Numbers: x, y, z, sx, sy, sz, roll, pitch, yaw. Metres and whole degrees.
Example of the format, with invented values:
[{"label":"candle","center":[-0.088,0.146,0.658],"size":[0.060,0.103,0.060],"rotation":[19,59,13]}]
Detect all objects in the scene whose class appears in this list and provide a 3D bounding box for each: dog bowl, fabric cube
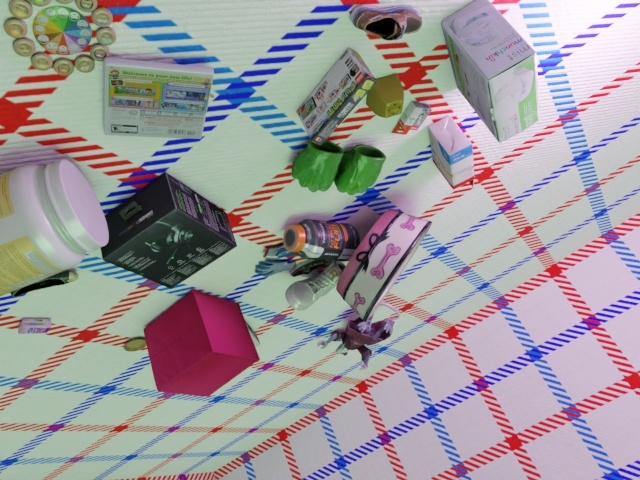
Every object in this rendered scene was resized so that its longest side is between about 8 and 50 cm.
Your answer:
[{"label":"dog bowl","center":[0.206,0.070,1.827],"size":[0.408,0.150,0.408],"rotation":[-54,169,-16]},{"label":"fabric cube","center":[-0.418,0.362,1.879],"size":[0.258,0.259,0.254],"rotation":[-38,146,17]}]

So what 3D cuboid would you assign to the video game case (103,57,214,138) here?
[{"label":"video game case","center":[-0.347,-0.295,1.142],"size":[0.212,0.023,0.193],"rotation":[-2,146,-23]}]

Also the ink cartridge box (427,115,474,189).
[{"label":"ink cartridge box","center":[0.403,-0.253,1.648],"size":[0.078,0.134,0.231],"rotation":[-27,148,2]}]

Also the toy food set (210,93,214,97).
[{"label":"toy food set","center":[-0.299,-0.304,1.197],"size":[0.122,0.019,0.078],"rotation":[-32,148,24]}]

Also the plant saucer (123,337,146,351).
[{"label":"plant saucer","center":[-0.672,0.376,1.951],"size":[0.083,0.015,0.083],"rotation":[-18,147,-12]}]

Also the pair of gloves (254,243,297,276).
[{"label":"pair of gloves","center":[-0.136,0.059,1.847],"size":[0.159,0.023,0.198],"rotation":[-6,145,-31]}]

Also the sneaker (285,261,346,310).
[{"label":"sneaker","center":[-0.002,0.147,1.937],"size":[0.169,0.108,0.292],"rotation":[-42,172,27]}]

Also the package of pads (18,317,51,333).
[{"label":"package of pads","center":[-0.865,0.260,1.627],"size":[0.083,0.032,0.050],"rotation":[8,138,-42]}]

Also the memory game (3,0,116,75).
[{"label":"memory game","center":[-0.468,-0.377,0.974],"size":[0.186,0.012,0.186],"rotation":[-18,148,-12]}]

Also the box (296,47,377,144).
[{"label":"box","center":[0.033,-0.341,1.280],"size":[0.036,0.114,0.207],"rotation":[12,134,-45]}]

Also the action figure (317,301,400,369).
[{"label":"action figure","center":[0.166,0.439,2.534],"size":[0.276,0.248,0.370],"rotation":[-57,-177,-35]}]

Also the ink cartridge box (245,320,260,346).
[{"label":"ink cartridge box","center":[-0.380,0.420,2.184],"size":[0.232,0.066,0.189],"rotation":[-27,149,-5]}]

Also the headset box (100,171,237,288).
[{"label":"headset box","center":[-0.411,-0.019,1.433],"size":[0.246,0.131,0.283],"rotation":[-33,148,13]}]

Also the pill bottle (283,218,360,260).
[{"label":"pill bottle","center":[0.000,0.000,1.748],"size":[0.245,0.130,0.130],"rotation":[4,138,-39]}]

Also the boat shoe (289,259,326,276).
[{"label":"boat shoe","center":[-0.045,0.099,1.949],"size":[0.142,0.040,0.049],"rotation":[-28,149,4]}]

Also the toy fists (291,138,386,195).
[{"label":"toy fists","center":[0.048,-0.204,1.517],"size":[0.279,0.096,0.142],"rotation":[1,130,-33]}]

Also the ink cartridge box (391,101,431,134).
[{"label":"ink cartridge box","center":[0.257,-0.337,1.521],"size":[0.063,0.029,0.115],"rotation":[-1,141,-34]}]

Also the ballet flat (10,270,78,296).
[{"label":"ballet flat","center":[-0.758,0.121,1.478],"size":[0.173,0.049,0.057],"rotation":[-12,147,-20]}]

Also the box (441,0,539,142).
[{"label":"box","center":[0.422,-0.414,1.331],"size":[0.127,0.231,0.262],"rotation":[-30,148,8]}]

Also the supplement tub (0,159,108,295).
[{"label":"supplement tub","center":[-0.662,-0.019,1.155],"size":[0.331,0.241,0.241],"rotation":[-22,149,-5]}]

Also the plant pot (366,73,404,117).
[{"label":"plant pot","center":[0.173,-0.362,1.375],"size":[0.081,0.083,0.081],"rotation":[-19,148,-12]}]

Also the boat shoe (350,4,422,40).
[{"label":"boat shoe","center":[0.157,-0.480,1.203],"size":[0.183,0.066,0.066],"rotation":[-9,145,-24]}]
